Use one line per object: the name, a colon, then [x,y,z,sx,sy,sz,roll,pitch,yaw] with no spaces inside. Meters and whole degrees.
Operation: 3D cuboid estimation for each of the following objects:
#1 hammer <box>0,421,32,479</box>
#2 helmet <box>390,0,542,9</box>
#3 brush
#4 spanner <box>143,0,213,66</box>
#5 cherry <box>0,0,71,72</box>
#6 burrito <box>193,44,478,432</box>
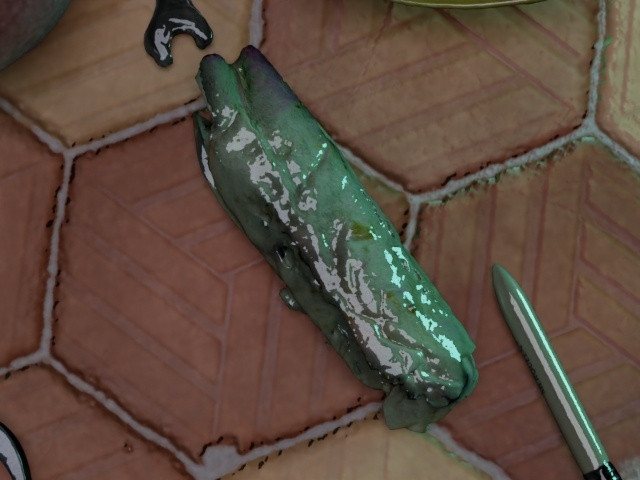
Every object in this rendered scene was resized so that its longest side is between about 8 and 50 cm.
hammer: [-0.301,0.249,1.145,0.137,0.037,0.290,26,82,4]
helmet: [0.087,-0.282,1.173,0.257,0.140,0.205,10,115,-11]
brush: [0.194,0.149,1.173,0.042,0.039,0.299,-30,80,34]
spanner: [-0.119,-0.254,1.226,0.054,0.015,0.254,-7,83,-4]
cherry: [-0.261,-0.231,1.137,0.239,0.206,0.239,-5,118,-9]
burrito: [0.003,-0.002,1.171,0.096,0.066,0.309,-34,85,-10]
